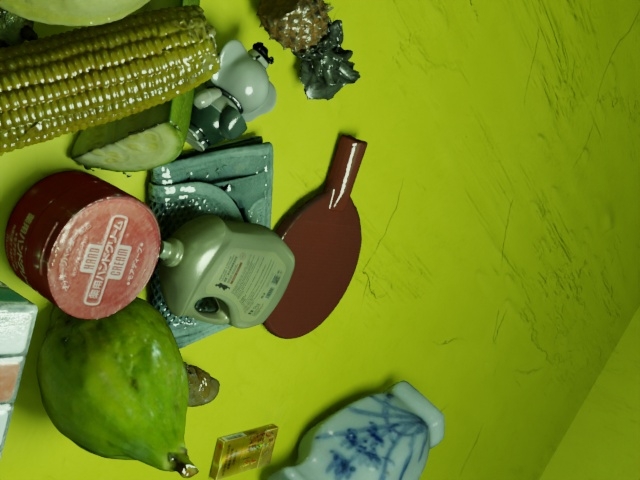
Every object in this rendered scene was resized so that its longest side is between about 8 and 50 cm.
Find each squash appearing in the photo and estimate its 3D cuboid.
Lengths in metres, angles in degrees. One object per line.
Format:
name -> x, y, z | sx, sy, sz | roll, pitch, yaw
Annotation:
squash -> -0.248, -0.251, 1.335 | 0.111, 0.203, 0.289 | 29, 52, -52

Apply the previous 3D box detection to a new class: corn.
corn -> -0.291, -0.204, 1.144 | 0.344, 0.131, 0.131 | -19, 127, -15

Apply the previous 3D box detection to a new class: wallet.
wallet -> -0.179, 0.011, 1.530 | 0.237, 0.075, 0.342 | -18, 124, -39

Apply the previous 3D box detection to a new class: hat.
hat -> -0.391, -0.275, 1.132 | 0.076, 0.059, 0.077 | -52, 136, -23

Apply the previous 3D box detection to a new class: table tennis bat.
table tennis bat -> 0.000, 0.000, 1.751 | 0.268, 0.051, 0.415 | 4, 108, -51

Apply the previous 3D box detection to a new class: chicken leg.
chicken leg -> -0.249, 0.236, 1.567 | 0.198, 0.084, 0.069 | 48, 47, -50

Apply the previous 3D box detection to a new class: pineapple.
pineapple -> -0.014, -0.326, 1.506 | 0.237, 0.119, 0.111 | 46, 44, -51

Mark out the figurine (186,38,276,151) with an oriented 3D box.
figurine -> -0.141, -0.225, 1.392 | 0.192, 0.126, 0.147 | -50, 142, -14

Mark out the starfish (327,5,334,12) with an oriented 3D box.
starfish -> -0.014, -0.382, 1.546 | 0.086, 0.016, 0.092 | -56, 147, -13

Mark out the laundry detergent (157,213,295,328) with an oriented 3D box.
laundry detergent -> -0.163, 0.046, 1.439 | 0.253, 0.091, 0.181 | 21, 101, -49

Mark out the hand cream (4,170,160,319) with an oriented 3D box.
hand cream -> -0.337, 0.004, 1.296 | 0.193, 0.125, 0.193 | -25, 127, -39

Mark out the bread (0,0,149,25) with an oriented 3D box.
bread -> -0.282, -0.397, 0.995 | 0.320, 0.320, 0.237 | -39, 164, -29

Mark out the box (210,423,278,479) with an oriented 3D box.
box -> -0.151, 0.422, 1.828 | 0.156, 0.022, 0.089 | 0, 111, -49

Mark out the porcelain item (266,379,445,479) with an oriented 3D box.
porcelain item -> 0.088, 0.469, 1.962 | 0.405, 0.242, 0.179 | -31, 150, -39

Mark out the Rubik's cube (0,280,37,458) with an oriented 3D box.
Rubik's cube -> -0.522, 0.146, 1.053 | 0.253, 0.259, 0.256 | 7, 105, -49

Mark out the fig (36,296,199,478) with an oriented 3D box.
fig -> -0.295, 0.208, 1.333 | 0.233, 0.314, 0.233 | -5, 104, -20
